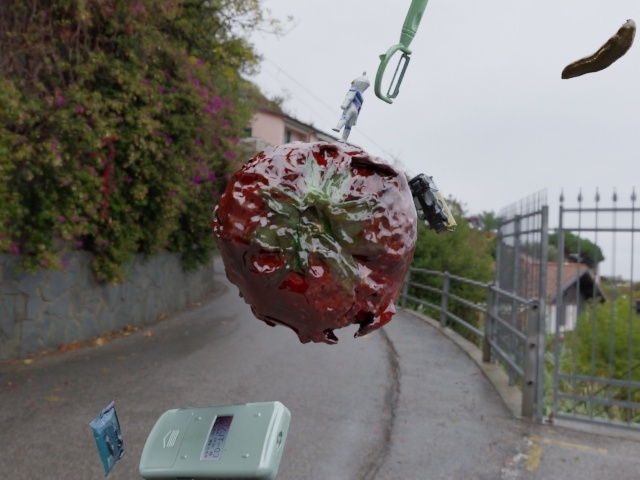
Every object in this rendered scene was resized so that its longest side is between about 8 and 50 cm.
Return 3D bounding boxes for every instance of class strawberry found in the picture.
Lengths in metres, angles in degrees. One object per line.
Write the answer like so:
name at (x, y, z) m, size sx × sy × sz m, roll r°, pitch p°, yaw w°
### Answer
strawberry at (0.000, 0.000, 0.738) m, size 0.274 × 0.274 × 0.220 m, roll 3°, pitch 0°, yaw -5°

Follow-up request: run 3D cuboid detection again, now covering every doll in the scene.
doll at (0.095, -0.405, 1.640) m, size 0.057 × 0.227 × 0.114 m, roll 20°, pitch -12°, yaw 26°

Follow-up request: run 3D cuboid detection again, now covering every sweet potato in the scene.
sweet potato at (0.596, -0.390, 1.171) m, size 0.054 × 0.053 × 0.182 m, roll 16°, pitch -28°, yaw -25°

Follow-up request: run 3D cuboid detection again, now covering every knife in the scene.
knife at (0.109, -0.277, 0.675) m, size 0.054 × 0.212 × 0.015 m, roll 7°, pitch 19°, yaw -44°

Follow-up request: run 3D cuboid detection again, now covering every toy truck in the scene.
toy truck at (0.220, -0.070, 1.079) m, size 0.052 × 0.123 × 0.063 m, roll -34°, pitch -21°, yaw 32°

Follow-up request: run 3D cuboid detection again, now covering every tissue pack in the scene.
tissue pack at (-0.458, 0.431, 1.194) m, size 0.028 × 0.138 × 0.085 m, roll -5°, pitch 17°, yaw 13°

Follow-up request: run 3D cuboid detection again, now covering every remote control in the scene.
remote control at (-0.194, 0.362, 0.971) m, size 0.296 × 0.140 × 0.056 m, roll -14°, pitch -52°, yaw 28°
